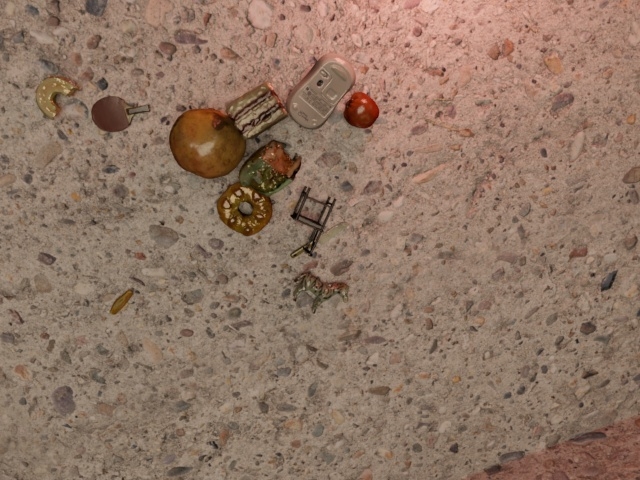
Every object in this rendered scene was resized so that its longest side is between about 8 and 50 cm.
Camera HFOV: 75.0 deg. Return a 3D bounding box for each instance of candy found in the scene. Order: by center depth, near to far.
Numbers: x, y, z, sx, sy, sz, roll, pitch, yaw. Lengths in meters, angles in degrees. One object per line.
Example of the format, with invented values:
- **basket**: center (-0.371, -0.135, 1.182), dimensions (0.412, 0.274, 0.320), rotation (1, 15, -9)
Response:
- **candy**: center (-0.222, -0.469, 1.525), dimensions (0.179, 0.320, 0.135), rotation (-30, 105, 6)

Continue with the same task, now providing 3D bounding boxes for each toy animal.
- **toy animal**: center (-0.007, 0.247, 1.887), dimensions (0.255, 0.090, 0.170), rotation (17, 99, -14)

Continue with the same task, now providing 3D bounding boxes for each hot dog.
- **hot dog**: center (-0.869, 0.266, 1.816), dimensions (0.137, 0.028, 0.044), rotation (-48, 132, 10)

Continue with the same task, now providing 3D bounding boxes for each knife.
- **knife**: center (-0.001, -0.001, 1.846), dimensions (0.298, 0.017, 0.047), rotation (-33, 113, 3)

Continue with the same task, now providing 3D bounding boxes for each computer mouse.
- **computer mouse**: center (0.000, -0.582, 1.621), dimensions (0.184, 0.121, 0.297), rotation (30, 116, -23)

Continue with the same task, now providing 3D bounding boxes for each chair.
- **chair**: center (-0.050, -0.080, 1.739), dimensions (0.141, 0.154, 0.260), rotation (23, 95, -12)

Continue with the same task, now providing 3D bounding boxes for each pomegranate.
- **pomegranate**: center (-0.418, -0.361, 1.559), dimensions (0.281, 0.281, 0.281), rotation (-2, 107, -6)

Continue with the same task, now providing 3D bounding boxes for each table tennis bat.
- **table tennis bat**: center (-0.769, -0.492, 1.607), dimensions (0.220, 0.019, 0.130), rotation (-11, 107, -2)

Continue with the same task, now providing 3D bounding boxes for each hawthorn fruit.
- **hawthorn fruit**: center (0.164, -0.509, 1.658), dimensions (0.138, 0.133, 0.133), rotation (22, 103, -23)

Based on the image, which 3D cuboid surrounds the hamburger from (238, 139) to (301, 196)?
- **hamburger**: center (-0.204, -0.275, 1.629), dimensions (0.192, 0.288, 0.167), rotation (-31, 110, 23)

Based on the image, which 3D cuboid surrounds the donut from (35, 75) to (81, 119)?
- **donut**: center (-0.982, -0.540, 1.543), dimensions (0.108, 0.065, 0.166), rotation (40, 99, -16)

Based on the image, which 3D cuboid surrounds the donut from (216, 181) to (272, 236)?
- **donut**: center (-0.307, -0.135, 1.719), dimensions (0.227, 0.114, 0.226), rotation (-2, 106, -6)
